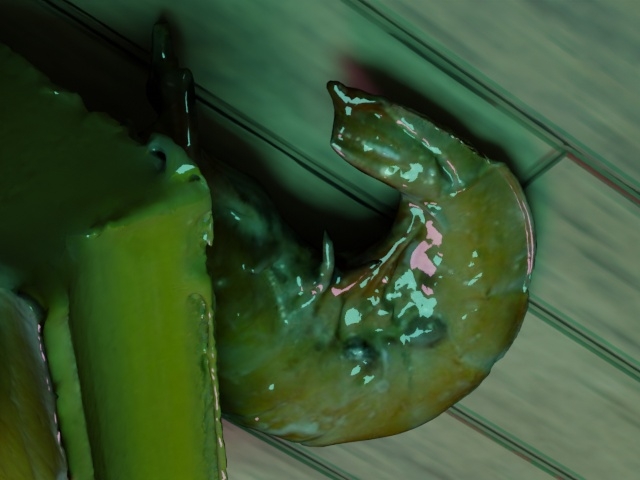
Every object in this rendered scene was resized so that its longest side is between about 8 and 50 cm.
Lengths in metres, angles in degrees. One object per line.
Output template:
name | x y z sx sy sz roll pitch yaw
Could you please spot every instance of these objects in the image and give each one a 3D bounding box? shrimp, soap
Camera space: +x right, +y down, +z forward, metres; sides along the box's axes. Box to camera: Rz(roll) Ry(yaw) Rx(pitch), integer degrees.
shrimp | -0.002 -0.002 0.598 0.132 0.051 0.187 -34 130 8
soap | -0.098 0.046 0.586 0.135 0.076 0.233 35 143 30
